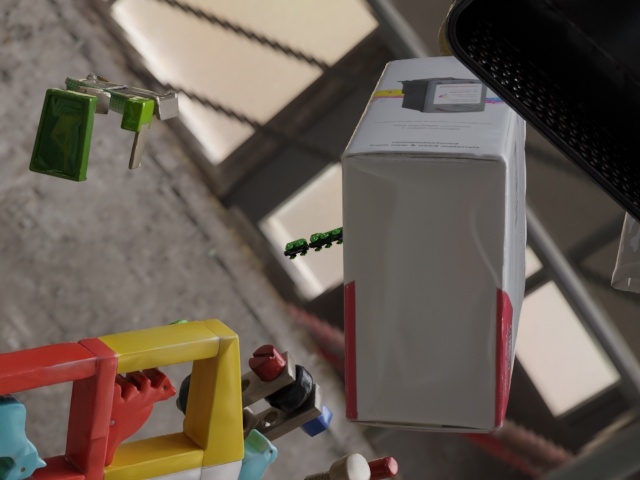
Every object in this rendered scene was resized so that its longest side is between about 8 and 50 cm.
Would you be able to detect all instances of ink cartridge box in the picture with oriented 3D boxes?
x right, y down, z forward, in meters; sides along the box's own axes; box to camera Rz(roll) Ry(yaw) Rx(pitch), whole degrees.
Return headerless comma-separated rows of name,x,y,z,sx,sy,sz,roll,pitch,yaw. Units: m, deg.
ink cartridge box,0.099,-0.007,1.489,0.306,0.131,0.226,-68,157,-70

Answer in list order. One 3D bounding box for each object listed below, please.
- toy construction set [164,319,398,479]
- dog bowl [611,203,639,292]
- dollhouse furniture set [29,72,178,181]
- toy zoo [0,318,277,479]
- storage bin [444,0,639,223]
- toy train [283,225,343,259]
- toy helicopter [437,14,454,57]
toy construction set,-0.102,0.259,1.996,0.309,0.237,0.257,20,60,-42
dog bowl,0.492,-0.004,1.994,0.348,0.349,0.102,5,81,-41
dollhouse furniture set,-0.155,-0.079,1.293,0.076,0.059,0.151,13,10,8
toy zoo,-0.153,0.152,1.144,0.293,0.192,0.030,-9,28,-36
storage bin,0.168,-0.107,0.977,0.180,0.122,0.084,40,25,-11
toy train,0.000,0.000,1.944,0.024,0.083,0.017,-74,143,-65
toy helicopter,0.239,-0.303,1.792,0.355,0.235,0.140,-60,150,-10
